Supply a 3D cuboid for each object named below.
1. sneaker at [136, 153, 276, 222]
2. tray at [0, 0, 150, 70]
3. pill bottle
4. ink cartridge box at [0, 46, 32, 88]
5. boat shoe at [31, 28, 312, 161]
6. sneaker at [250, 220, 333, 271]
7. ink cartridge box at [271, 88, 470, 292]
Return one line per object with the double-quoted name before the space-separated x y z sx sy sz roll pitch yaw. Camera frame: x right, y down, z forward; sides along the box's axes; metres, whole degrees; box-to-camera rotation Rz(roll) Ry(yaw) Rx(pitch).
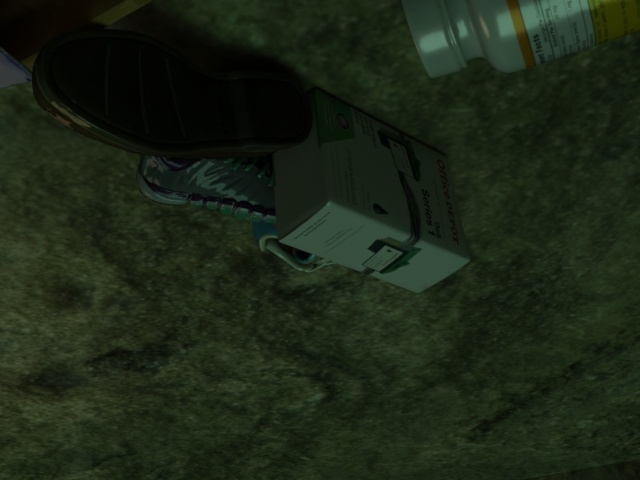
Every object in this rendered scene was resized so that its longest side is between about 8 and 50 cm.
"sneaker" -0.097 -0.082 0.984 0.223 0.083 0.098 4 140 -11
"tray" -0.336 -0.288 0.638 0.202 0.076 0.411 -21 143 23
"pill bottle" 0.199 -0.228 0.752 0.245 0.136 0.136 -16 146 16
"ink cartridge box" -0.468 -0.176 0.708 0.330 0.072 0.324 -3 152 34
"boat shoe" -0.149 -0.121 0.838 0.104 0.111 0.307 -11 167 43
"sneaker" 0.000 0.000 1.114 0.228 0.092 0.087 20 137 -36
"ink cartridge box" 0.057 -0.051 0.982 0.219 0.160 0.092 20 139 -35
